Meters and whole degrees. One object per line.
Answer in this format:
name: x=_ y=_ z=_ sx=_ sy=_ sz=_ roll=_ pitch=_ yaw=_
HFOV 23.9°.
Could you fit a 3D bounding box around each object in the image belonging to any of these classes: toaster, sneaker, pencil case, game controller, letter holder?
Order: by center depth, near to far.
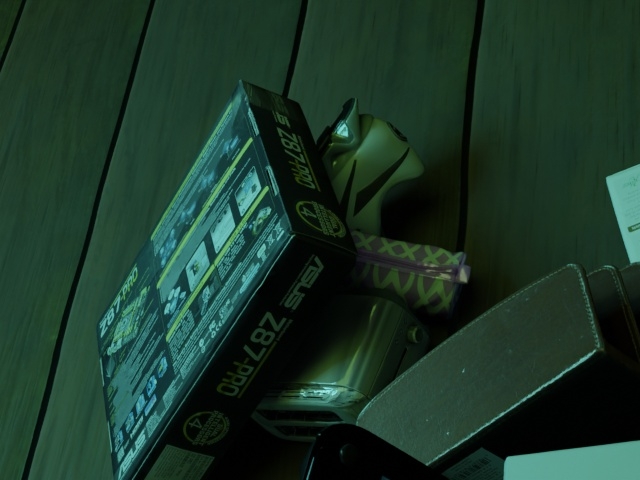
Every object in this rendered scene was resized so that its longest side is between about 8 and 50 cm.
game controller: x=0.100 y=0.298 z=1.377 sx=0.067 sy=0.319 sz=0.166 roll=-32 pitch=35 yaw=41
letter holder: x=0.188 y=0.136 z=1.498 sx=0.302 sy=0.152 sz=0.214 roll=-39 pitch=38 yaw=28
toaster: x=0.005 y=0.141 z=1.694 sx=0.227 sy=0.129 sz=0.146 roll=-2 pitch=56 yaw=34
pencil case: x=0.065 y=0.029 z=1.720 sx=0.206 sy=0.088 sz=0.086 roll=11 pitch=61 yaw=3
sneaker: x=0.000 y=0.000 z=1.827 sx=0.330 sy=0.146 sz=0.122 roll=-51 pitch=13 yaw=19

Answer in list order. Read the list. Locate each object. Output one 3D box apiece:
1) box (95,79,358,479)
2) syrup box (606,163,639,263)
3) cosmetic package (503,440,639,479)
box: x=-0.124 y=0.062 z=1.712 sx=0.395 sy=0.097 sz=0.318 roll=-57 pitch=30 yaw=24
syrup box: x=0.377 y=0.029 z=1.572 sx=0.096 sy=0.093 sz=0.237 roll=-21 pitch=46 yaw=16
cosmetic package: x=0.363 y=0.274 z=1.290 sx=0.384 sy=0.217 sz=0.156 roll=-14 pitch=48 yaw=25
